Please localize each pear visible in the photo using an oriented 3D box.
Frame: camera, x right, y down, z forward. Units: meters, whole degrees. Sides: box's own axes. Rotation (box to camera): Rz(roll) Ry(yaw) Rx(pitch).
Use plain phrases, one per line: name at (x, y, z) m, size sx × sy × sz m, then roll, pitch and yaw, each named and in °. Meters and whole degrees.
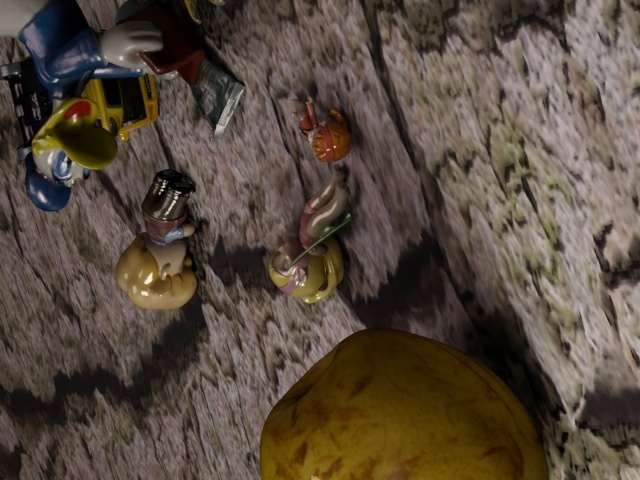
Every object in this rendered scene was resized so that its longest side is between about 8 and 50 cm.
pear at (0.075, 0.222, 1.359) m, size 0.281 × 0.281 × 0.280 m, roll 42°, pitch 143°, yaw 43°

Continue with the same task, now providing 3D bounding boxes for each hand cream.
hand cream at (-0.177, -0.217, 1.756) m, size 0.248 × 0.052 × 0.075 m, roll 48°, pitch 147°, yaw 36°

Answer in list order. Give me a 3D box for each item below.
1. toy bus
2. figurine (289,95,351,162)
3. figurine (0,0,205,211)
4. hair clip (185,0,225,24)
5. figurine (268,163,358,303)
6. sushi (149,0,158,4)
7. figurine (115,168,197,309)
toy bus at (-0.318, -0.193, 1.932) m, size 0.331 × 0.151 × 0.145 m, roll -1°, pitch 102°, yaw 64°
figurine at (-0.002, -0.118, 1.511) m, size 0.109 × 0.047 × 0.064 m, roll 48°, pitch 155°, yaw 52°
figurine at (-0.272, -0.197, 1.693) m, size 0.204 × 0.284 × 0.338 m, roll -47°, pitch -32°, yaw -78°
hair clip at (-0.176, -0.340, 1.667) m, size 0.213 × 0.056 × 0.062 m, roll 61°, pitch -175°, yaw 14°
figurine at (0.000, 0.000, 1.581) m, size 0.083 × 0.083 × 0.187 m, roll 52°, pitch 137°, yaw 30°
sushi at (-0.290, -0.415, 1.765) m, size 0.192 × 0.043 × 0.279 m, roll 35°, pitch 166°, yaw 46°
figurine at (-0.208, -0.001, 1.945) m, size 0.114 × 0.108 × 0.196 m, roll 35°, pitch 121°, yaw 34°
